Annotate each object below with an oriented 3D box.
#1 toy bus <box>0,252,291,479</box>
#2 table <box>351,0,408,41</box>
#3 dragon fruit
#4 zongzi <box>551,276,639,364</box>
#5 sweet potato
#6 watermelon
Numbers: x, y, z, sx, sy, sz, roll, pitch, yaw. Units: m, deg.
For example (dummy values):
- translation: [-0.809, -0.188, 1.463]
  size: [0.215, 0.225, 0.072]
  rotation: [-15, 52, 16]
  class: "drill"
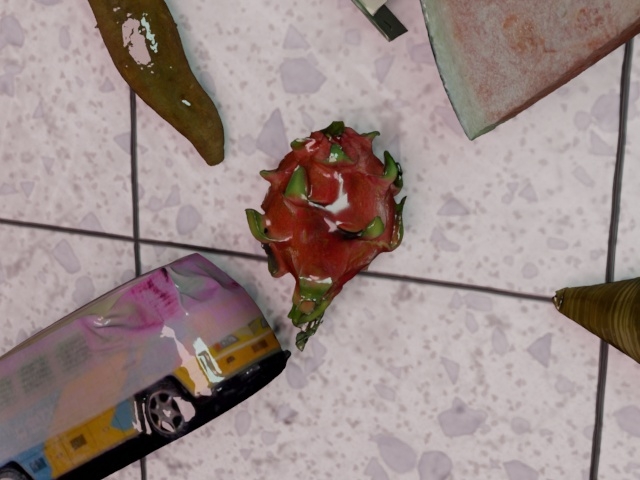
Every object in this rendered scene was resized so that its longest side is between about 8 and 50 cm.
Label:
- translation: [-0.226, 0.150, 1.510]
  size: [0.386, 0.171, 0.162]
  rotation: [-30, 91, 27]
  class: "toy bus"
- translation: [0.060, -0.293, 1.304]
  size: [0.146, 0.062, 0.175]
  rotation: [-41, 90, 28]
  class: "table"
- translation: [0.000, 0.001, 1.382]
  size: [0.135, 0.137, 0.236]
  rotation: [27, 107, 22]
  class: "dragon fruit"
- translation: [0.366, 0.140, 1.294]
  size: [0.288, 0.134, 0.286]
  rotation: [-9, 108, 39]
  class: "zongzi"
- translation: [-0.162, -0.180, 1.428]
  size: [0.077, 0.077, 0.244]
  rotation: [-28, 93, 27]
  class: "sweet potato"
- translation: [0.229, -0.207, 1.159]
  size: [0.283, 0.293, 0.250]
  rotation: [-10, 135, -4]
  class: "watermelon"
